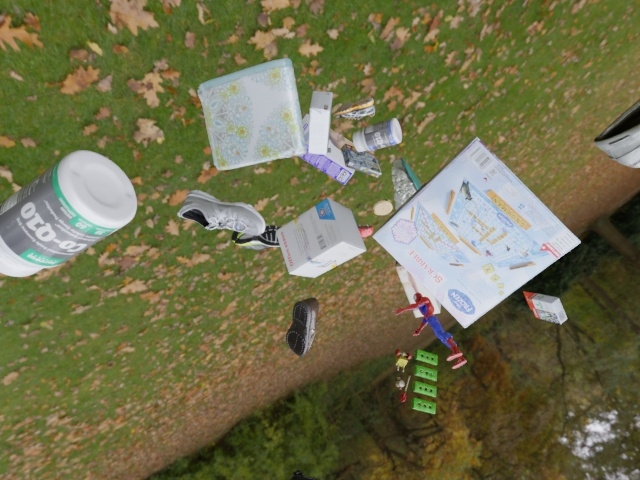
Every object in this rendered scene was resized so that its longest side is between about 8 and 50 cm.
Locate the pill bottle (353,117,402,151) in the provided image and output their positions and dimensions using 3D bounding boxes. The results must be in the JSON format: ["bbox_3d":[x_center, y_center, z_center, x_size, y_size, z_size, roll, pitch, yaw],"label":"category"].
[{"bbox_3d":[0.174,-0.321,1.276,0.137,0.078,0.078,-10,172,29],"label":"pill bottle"}]

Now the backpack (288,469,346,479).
[{"bbox_3d":[-0.003,0.658,0.992,0.117,0.158,0.174,-62,148,-53],"label":"backpack"}]

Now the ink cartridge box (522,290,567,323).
[{"bbox_3d":[0.566,0.170,1.062,0.029,0.063,0.115,-31,-169,-15],"label":"ink cartridge box"}]

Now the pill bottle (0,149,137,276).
[{"bbox_3d":[-0.663,-0.055,1.038,0.360,0.205,0.204,-26,162,19],"label":"pill bottle"}]

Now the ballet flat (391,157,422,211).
[{"bbox_3d":[0.320,-0.059,1.304,0.146,0.409,0.147,-36,-172,6],"label":"ballet flat"}]

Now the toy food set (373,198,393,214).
[{"bbox_3d":[0.264,-0.138,1.743,0.082,0.020,0.083,-7,134,11],"label":"toy food set"}]

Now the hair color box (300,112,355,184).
[{"bbox_3d":[0.025,-0.439,1.985,0.110,0.338,0.185,-48,-167,53],"label":"hair color box"}]

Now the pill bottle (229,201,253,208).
[{"bbox_3d":[-0.439,-0.137,2.161,0.124,0.125,0.221,-17,-168,-38],"label":"pill bottle"}]

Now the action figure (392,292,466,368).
[{"bbox_3d":[0.334,0.285,1.324,0.138,0.281,0.092,-28,131,9],"label":"action figure"}]

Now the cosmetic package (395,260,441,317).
[{"bbox_3d":[0.474,0.202,1.997,0.129,0.297,0.153,-17,-162,23],"label":"cosmetic package"}]

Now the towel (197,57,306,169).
[{"bbox_3d":[-0.243,-0.431,1.456,0.373,0.321,0.090,-7,-169,22],"label":"towel"}]

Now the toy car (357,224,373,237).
[{"bbox_3d":[0.139,-0.025,2.192,0.238,0.053,0.225,28,111,-21],"label":"toy car"}]

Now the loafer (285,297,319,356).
[{"bbox_3d":[-0.066,0.416,1.975,0.130,0.133,0.366,-28,145,-41],"label":"loafer"}]

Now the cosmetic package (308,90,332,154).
[{"bbox_3d":[-0.002,-0.472,1.674,0.085,0.118,0.231,6,144,3],"label":"cosmetic package"}]

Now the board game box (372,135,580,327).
[{"bbox_3d":[0.343,-0.012,0.953,0.318,0.319,0.066,-44,-178,22],"label":"board game box"}]

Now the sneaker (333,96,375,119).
[{"bbox_3d":[0.160,-0.612,1.972,0.083,0.214,0.084,58,43,-38],"label":"sneaker"}]

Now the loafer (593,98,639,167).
[{"bbox_3d":[0.629,-0.258,0.729,0.320,0.111,0.112,106,11,-55],"label":"loafer"}]

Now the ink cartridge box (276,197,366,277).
[{"bbox_3d":[0.000,0.000,1.420,0.232,0.172,0.168,-30,155,25],"label":"ink cartridge box"}]

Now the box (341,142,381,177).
[{"bbox_3d":[0.140,-0.272,1.414,0.136,0.094,0.027,15,138,-28],"label":"box"}]

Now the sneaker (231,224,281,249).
[{"bbox_3d":[-0.282,-0.007,2.055,0.299,0.111,0.121,4,161,15],"label":"sneaker"}]

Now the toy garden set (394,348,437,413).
[{"bbox_3d":[0.399,0.592,1.771,0.203,0.245,0.049,20,152,-15],"label":"toy garden set"}]

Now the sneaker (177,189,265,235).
[{"bbox_3d":[-0.312,-0.062,1.304,0.115,0.280,0.105,-66,169,-45],"label":"sneaker"}]
